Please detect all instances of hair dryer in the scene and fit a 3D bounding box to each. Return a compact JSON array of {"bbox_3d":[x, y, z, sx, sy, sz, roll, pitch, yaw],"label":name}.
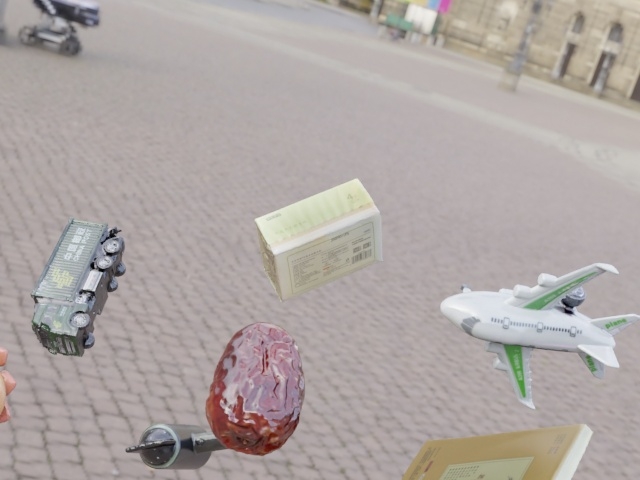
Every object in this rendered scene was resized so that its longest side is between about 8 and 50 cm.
[{"bbox_3d":[-0.170,0.327,1.630,0.248,0.078,0.195,-13,-15,12],"label":"hair dryer"}]

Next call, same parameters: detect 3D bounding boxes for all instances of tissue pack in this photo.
[{"bbox_3d":[0.000,0.000,1.963,0.234,0.159,0.125,-22,52,-13],"label":"tissue pack"}]

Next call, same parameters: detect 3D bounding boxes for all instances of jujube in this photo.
[{"bbox_3d":[-0.076,0.177,1.211,0.112,0.109,0.176,49,33,-29],"label":"jujube"}]

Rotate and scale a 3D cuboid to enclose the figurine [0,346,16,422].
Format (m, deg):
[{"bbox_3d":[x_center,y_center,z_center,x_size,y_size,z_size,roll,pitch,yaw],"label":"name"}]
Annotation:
[{"bbox_3d":[-0.272,0.093,0.692,0.102,0.112,0.195,0,12,-31],"label":"figurine"}]

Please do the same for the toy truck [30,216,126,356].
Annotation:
[{"bbox_3d":[-0.441,0.084,1.796,0.121,0.088,0.259,9,50,7],"label":"toy truck"}]

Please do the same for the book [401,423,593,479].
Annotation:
[{"bbox_3d":[0.245,0.418,1.620,0.032,0.269,0.389,49,-34,-14],"label":"book"}]

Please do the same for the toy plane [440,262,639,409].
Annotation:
[{"bbox_3d":[0.276,0.108,1.292,0.255,0.251,0.101,15,35,-7],"label":"toy plane"}]
